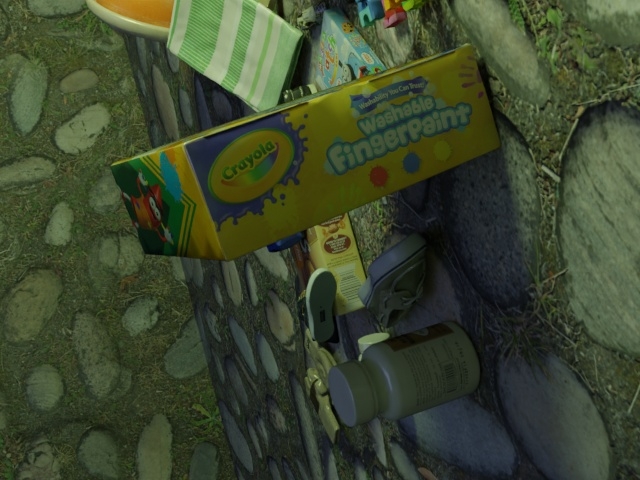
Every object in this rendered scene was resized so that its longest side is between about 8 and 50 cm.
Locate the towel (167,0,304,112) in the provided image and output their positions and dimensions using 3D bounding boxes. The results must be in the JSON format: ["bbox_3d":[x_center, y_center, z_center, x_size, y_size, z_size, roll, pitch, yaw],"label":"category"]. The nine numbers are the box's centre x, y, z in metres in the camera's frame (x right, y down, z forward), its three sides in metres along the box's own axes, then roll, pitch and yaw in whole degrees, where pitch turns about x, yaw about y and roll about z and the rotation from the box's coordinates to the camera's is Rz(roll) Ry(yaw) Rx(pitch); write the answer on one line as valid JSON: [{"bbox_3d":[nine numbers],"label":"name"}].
[{"bbox_3d":[-0.191,-0.420,1.835,0.325,0.038,0.248,38,138,16],"label":"towel"}]

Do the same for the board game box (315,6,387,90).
[{"bbox_3d":[0.057,-0.288,1.549,0.160,0.039,0.211,99,149,-49],"label":"board game box"}]

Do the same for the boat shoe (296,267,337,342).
[{"bbox_3d":[-0.015,0.116,1.744,0.083,0.065,0.183,47,146,44],"label":"boat shoe"}]

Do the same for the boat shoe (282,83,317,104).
[{"bbox_3d":[-0.066,-0.255,1.841,0.233,0.079,0.084,122,127,-65],"label":"boat shoe"}]

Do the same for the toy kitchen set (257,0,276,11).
[{"bbox_3d":[-0.110,-0.481,1.827,0.068,0.075,0.083,11,77,39],"label":"toy kitchen set"}]

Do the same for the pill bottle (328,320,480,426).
[{"bbox_3d":[0.136,0.225,1.436,0.131,0.229,0.131,165,90,-69],"label":"pill bottle"}]

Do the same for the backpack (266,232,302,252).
[{"bbox_3d":[-0.097,-0.027,1.798,0.120,0.098,0.101,-10,99,67],"label":"backpack"}]

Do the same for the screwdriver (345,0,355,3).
[{"bbox_3d":[0.083,-0.426,1.416,0.170,0.024,0.025,-19,58,63],"label":"screwdriver"}]

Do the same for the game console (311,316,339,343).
[{"bbox_3d":[0.006,0.173,2.054,0.107,0.071,0.122,-67,-31,-73],"label":"game console"}]

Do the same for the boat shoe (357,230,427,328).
[{"bbox_3d":[0.142,0.073,1.529,0.094,0.109,0.302,53,164,12],"label":"boat shoe"}]

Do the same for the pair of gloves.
[{"bbox_3d":[0.013,0.358,2.128,0.204,0.042,0.240,-125,29,-48],"label":"pair of gloves"}]

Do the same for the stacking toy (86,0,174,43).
[{"bbox_3d":[-0.339,-0.722,2.005,0.350,0.351,0.480,50,131,49],"label":"stacking toy"}]

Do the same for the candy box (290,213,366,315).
[{"bbox_3d":[0.000,0.000,1.833,0.183,0.087,0.316,-16,89,68],"label":"candy box"}]

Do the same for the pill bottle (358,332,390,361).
[{"bbox_3d":[0.119,0.258,1.724,0.078,0.078,0.137,-168,65,-68],"label":"pill bottle"}]

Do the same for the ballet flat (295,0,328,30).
[{"bbox_3d":[-0.020,-0.425,1.651,0.114,0.041,0.041,173,82,-69],"label":"ballet flat"}]

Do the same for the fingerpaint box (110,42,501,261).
[{"bbox_3d":[-0.033,-0.120,1.265,0.371,0.445,0.163,0,111,63],"label":"fingerpaint box"}]

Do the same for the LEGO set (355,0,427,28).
[{"bbox_3d":[0.109,-0.385,1.274,0.227,0.087,0.093,-10,95,69],"label":"LEGO set"}]
